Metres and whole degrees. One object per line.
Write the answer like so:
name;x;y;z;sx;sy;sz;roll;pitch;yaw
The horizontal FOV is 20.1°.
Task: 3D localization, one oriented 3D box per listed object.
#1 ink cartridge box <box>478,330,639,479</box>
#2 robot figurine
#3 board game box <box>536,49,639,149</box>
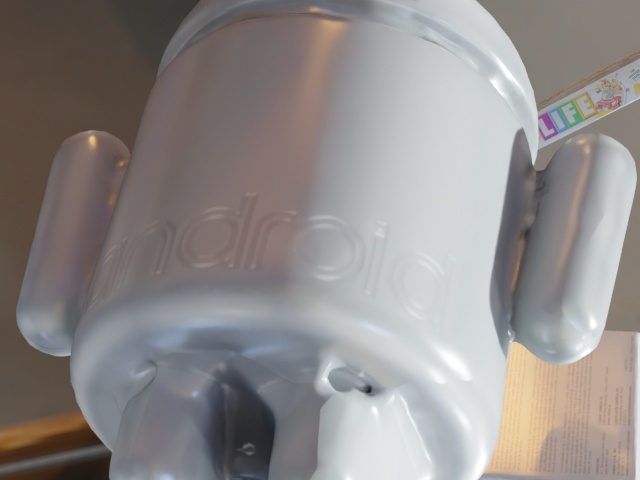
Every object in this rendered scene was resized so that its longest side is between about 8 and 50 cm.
ink cartridge box;0.149;0.144;1.477;0.181;0.225;0.056;-76;163;-50
robot figurine;0.000;0.000;0.881;0.200;0.300;0.353;78;19;-50
board game box;0.203;-0.106;1.367;0.154;0.103;0.026;-27;-86;33
